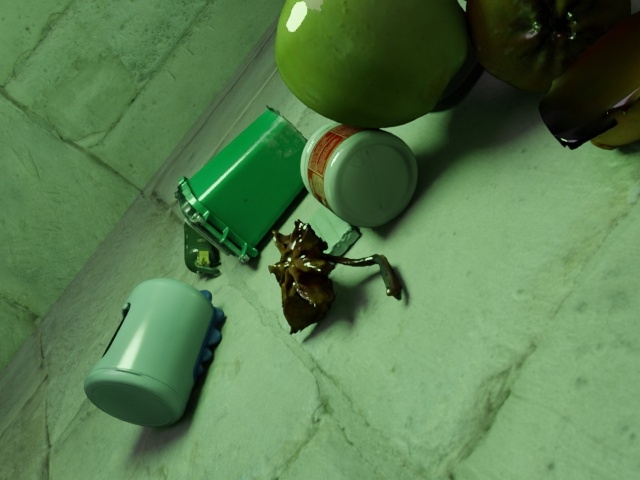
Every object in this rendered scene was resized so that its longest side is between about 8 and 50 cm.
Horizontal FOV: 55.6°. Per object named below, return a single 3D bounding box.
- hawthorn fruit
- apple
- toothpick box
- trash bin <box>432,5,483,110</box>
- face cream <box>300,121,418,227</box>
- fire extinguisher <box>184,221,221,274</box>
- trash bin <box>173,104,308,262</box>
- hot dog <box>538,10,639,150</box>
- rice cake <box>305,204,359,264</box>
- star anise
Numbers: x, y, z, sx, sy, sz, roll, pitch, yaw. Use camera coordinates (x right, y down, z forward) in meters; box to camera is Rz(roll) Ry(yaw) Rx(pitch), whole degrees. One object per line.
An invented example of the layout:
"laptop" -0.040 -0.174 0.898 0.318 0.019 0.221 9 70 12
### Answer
"hawthorn fruit" 0.395 -0.423 1.092 0.268 0.268 0.300 -37 29 27
"apple" 0.090 -0.376 1.147 0.357 0.357 0.357 -37 30 26
"toothpick box" -0.385 0.251 1.494 0.263 0.263 0.354 -29 34 37
"trash bin" 0.230 -0.463 1.389 0.219 0.250 0.220 -49 26 -13
"face cream" 0.078 -0.144 1.280 0.201 0.201 0.187 -51 27 2
"fire extinguisher" -0.367 0.022 1.882 0.311 0.115 0.095 -110 24 -61
"trash bin" -0.189 -0.157 1.653 0.381 0.259 0.295 -47 27 2
"hot dog" 0.485 -0.232 0.882 0.326 0.107 0.194 -31 42 16
"rice cake" 0.000 0.000 1.401 0.189 0.037 0.198 -50 28 2
"star anise" 0.007 0.074 1.185 0.347 0.148 0.237 1 97 42
